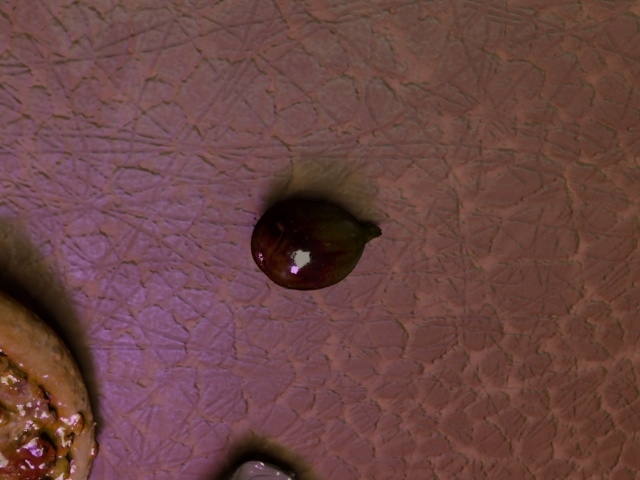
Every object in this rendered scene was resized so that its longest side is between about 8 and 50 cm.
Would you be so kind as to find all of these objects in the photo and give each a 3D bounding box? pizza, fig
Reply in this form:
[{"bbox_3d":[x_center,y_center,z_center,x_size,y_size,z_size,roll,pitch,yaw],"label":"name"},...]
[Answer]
[{"bbox_3d":[-0.395,0.229,1.246,0.278,0.114,0.408,-5,116,-22],"label":"pizza"},{"bbox_3d":[0.000,0.000,1.227,0.155,0.103,0.109,-19,70,-30],"label":"fig"}]

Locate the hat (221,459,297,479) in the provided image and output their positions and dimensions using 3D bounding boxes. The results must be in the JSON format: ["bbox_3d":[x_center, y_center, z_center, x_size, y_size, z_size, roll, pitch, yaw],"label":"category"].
[{"bbox_3d":[-0.107,0.362,1.374,0.166,0.144,0.173,45,144,-20],"label":"hat"}]
